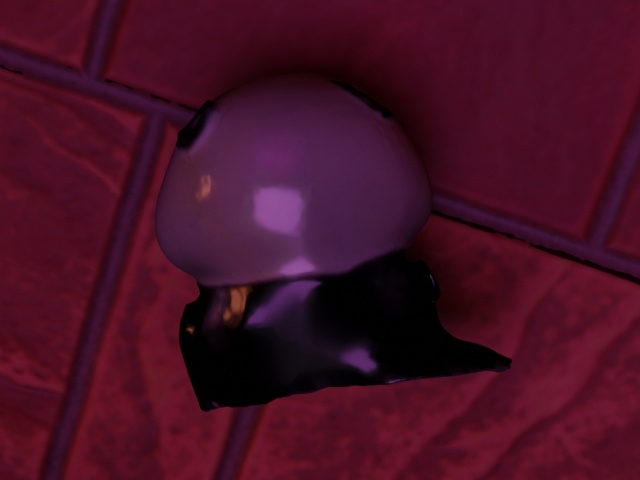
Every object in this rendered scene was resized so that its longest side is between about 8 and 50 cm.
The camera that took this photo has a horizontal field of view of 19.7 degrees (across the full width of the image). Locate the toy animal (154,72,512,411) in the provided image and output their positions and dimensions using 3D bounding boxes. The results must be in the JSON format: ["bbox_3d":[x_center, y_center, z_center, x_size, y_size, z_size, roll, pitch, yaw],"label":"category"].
[{"bbox_3d":[0.000,0.000,0.959,0.166,0.138,0.179,-14,101,-9],"label":"toy animal"}]
